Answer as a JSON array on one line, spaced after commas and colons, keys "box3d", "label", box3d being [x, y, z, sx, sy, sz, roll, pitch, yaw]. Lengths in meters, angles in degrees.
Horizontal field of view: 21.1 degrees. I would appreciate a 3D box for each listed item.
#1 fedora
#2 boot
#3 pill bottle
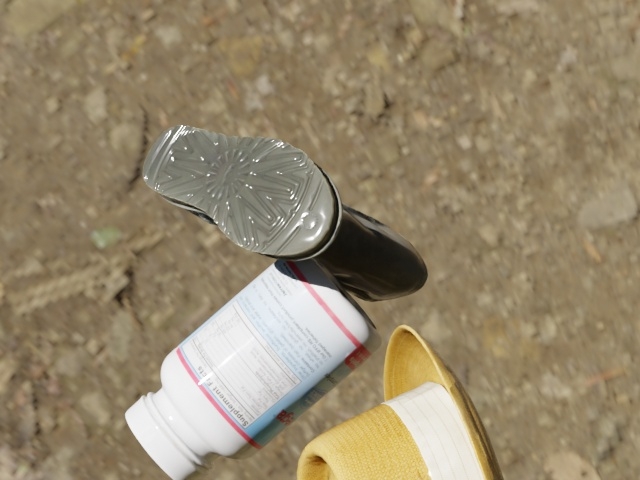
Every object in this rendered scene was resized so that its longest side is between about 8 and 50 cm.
[{"box3d": [0.037, 0.138, 0.839, 0.079, 0.194, 0.194, -15, 59, -12], "label": "fedora"}, {"box3d": [0.002, -0.002, 1.151, 0.189, 0.208, 0.076, 31, 86, 47], "label": "boot"}, {"box3d": [-0.045, 0.084, 1.113, 0.160, 0.087, 0.087, -41, 60, 3], "label": "pill bottle"}]
